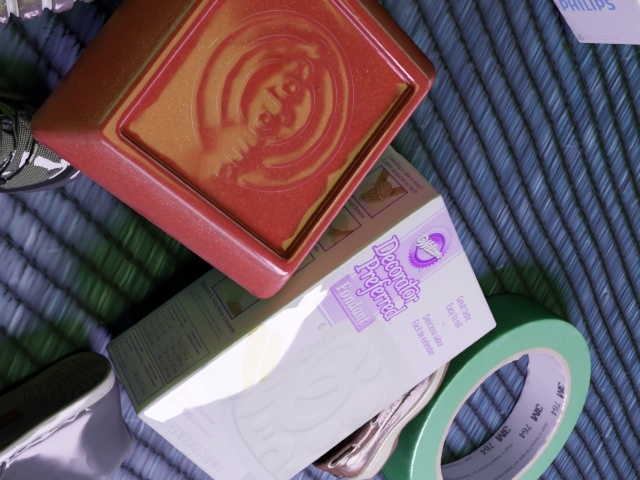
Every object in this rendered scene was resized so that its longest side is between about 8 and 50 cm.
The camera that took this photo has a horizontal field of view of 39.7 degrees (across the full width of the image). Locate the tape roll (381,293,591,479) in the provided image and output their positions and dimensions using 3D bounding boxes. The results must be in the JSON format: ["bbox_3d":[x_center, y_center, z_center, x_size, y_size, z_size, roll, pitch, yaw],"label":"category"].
[{"bbox_3d":[0.223,0.229,1.189,0.321,0.077,0.321,-18,125,-28],"label":"tape roll"}]

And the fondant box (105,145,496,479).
[{"bbox_3d":[-0.005,0.094,0.879,0.330,0.096,0.238,-37,138,-4],"label":"fondant box"}]

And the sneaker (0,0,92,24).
[{"bbox_3d":[-0.252,-0.219,0.564,0.281,0.106,0.162,-22,119,-29],"label":"sneaker"}]

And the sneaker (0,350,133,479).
[{"bbox_3d":[-0.272,0.204,0.797,0.222,0.083,0.118,-28,129,-23],"label":"sneaker"}]

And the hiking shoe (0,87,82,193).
[{"bbox_3d":[-0.262,-0.064,0.632,0.227,0.114,0.086,6,111,-39],"label":"hiking shoe"}]

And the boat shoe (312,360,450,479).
[{"bbox_3d":[0.067,0.170,1.028,0.095,0.095,0.257,16,105,-35],"label":"boat shoe"}]

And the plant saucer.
[{"bbox_3d":[-0.041,-0.108,0.689,0.259,0.048,0.258,40,85,-36],"label":"plant saucer"}]

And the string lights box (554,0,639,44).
[{"bbox_3d":[0.388,-0.325,0.951,0.260,0.133,0.076,-45,116,-7],"label":"string lights box"}]
